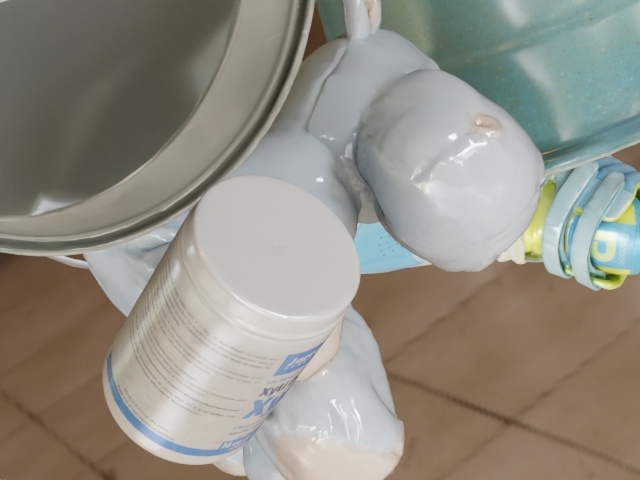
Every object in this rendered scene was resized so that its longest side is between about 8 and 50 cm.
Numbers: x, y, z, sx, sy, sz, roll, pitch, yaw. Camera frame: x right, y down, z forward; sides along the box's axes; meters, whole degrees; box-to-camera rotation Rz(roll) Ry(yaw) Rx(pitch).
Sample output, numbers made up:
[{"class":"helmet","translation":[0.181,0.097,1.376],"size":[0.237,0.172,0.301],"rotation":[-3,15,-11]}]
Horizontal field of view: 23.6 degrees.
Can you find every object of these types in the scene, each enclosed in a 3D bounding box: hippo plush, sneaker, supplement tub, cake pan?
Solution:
[{"class":"hippo plush","translation":[0.000,0.000,0.900],"size":[0.236,0.234,0.294],"rotation":[-39,47,-21]},{"class":"sneaker","translation":[0.162,-0.019,1.342],"size":[0.319,0.127,0.208],"rotation":[-22,39,-28]},{"class":"supplement tub","translation":[-0.037,0.033,0.596],"size":[0.071,0.071,0.107],"rotation":[-49,-4,-46]},{"class":"cake pan","translation":[-0.149,-0.136,0.751],"size":[0.293,0.293,0.054],"rotation":[-25,-1,14]}]

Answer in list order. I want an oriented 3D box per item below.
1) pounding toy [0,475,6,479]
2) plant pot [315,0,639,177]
[{"class":"pounding toy","translation":[-0.263,0.243,1.115],"size":[0.094,0.181,0.206],"rotation":[-52,31,3]},{"class":"plant pot","translation":[0.118,-0.244,1.070],"size":[0.341,0.334,0.341],"rotation":[-21,15,6]}]
